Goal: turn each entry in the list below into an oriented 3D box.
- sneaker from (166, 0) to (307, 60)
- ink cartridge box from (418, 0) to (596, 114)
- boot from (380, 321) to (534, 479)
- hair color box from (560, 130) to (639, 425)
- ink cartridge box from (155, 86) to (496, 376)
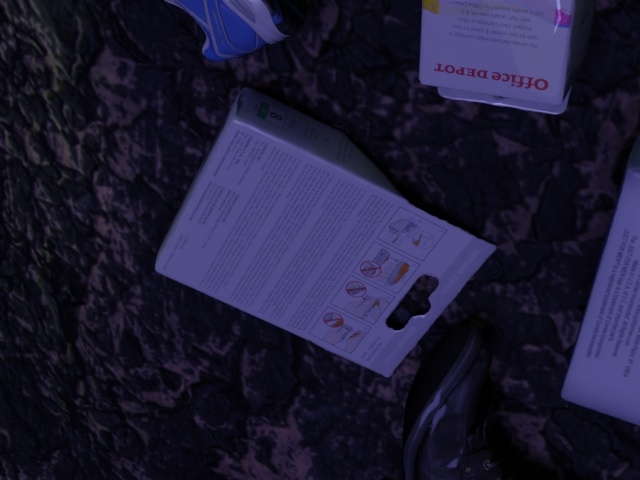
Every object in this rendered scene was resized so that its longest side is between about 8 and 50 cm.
[{"bbox_3d":[-0.101,-0.216,0.709,0.081,0.080,0.211,-27,104,33],"label":"sneaker"},{"bbox_3d":[0.118,-0.154,0.629,0.092,0.090,0.143,13,126,20],"label":"ink cartridge box"},{"bbox_3d":[0.170,0.208,0.844,0.229,0.091,0.263,16,112,1],"label":"boot"},{"bbox_3d":[0.359,0.060,0.628,0.374,0.113,0.185,18,127,17],"label":"hair color box"},{"bbox_3d":[0.000,0.000,0.828,0.224,0.056,0.181,24,130,-12],"label":"ink cartridge box"}]
